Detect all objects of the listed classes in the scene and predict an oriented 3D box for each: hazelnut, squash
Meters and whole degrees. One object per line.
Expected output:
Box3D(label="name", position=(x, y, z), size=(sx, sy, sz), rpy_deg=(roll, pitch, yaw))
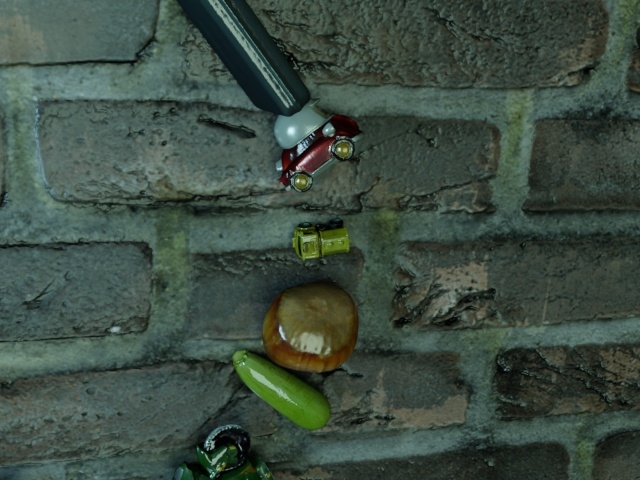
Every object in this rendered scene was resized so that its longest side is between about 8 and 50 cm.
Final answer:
Box3D(label="hazelnut", position=(-0.017, 0.138, 1.258), size=(0.150, 0.150, 0.150), rpy_deg=(-5, 109, -15))
Box3D(label="squash", position=(-0.061, 0.238, 1.307), size=(0.201, 0.066, 0.066), rpy_deg=(41, 93, -21))

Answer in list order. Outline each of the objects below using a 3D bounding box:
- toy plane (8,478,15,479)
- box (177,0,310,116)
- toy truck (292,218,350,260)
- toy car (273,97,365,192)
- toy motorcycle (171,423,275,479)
Box3D(label="toy plane", position=(-0.603, 0.293, 1.151), size=(0.155, 0.106, 0.381), rpy_deg=(-43, 110, -12))
Box3D(label="box", position=(-0.110, -0.266, 1.066), size=(0.050, 0.160, 0.230), rpy_deg=(-41, 114, -7))
Box3D(label="toy truck", position=(0.000, 0.000, 1.247), size=(0.083, 0.054, 0.049), rpy_deg=(-8, 110, -13))
Box3D(label="toy car", position=(-0.018, -0.145, 1.174), size=(0.139, 0.112, 0.112), rpy_deg=(-38, 100, 9))
Box3D(label="toy motorcycle", position=(-0.148, 0.436, 1.319), size=(0.187, 0.125, 0.274), rpy_deg=(-34, 114, -13))
